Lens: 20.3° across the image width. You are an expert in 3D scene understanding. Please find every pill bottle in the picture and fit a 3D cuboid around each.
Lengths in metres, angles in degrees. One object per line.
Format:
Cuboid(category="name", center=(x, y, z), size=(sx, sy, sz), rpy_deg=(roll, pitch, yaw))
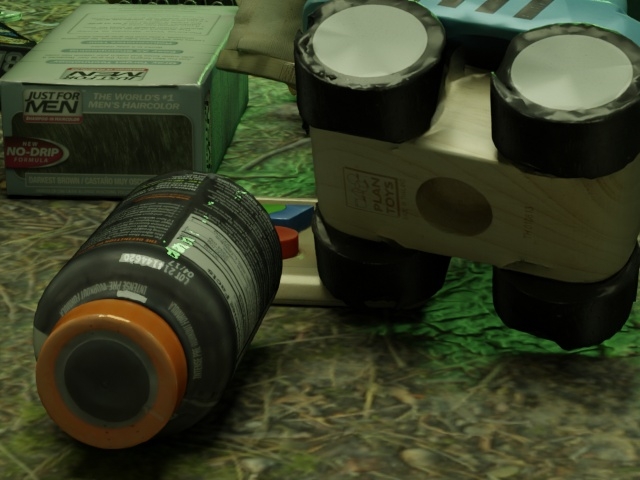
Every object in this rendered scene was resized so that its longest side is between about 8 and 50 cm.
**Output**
Cuboid(category="pill bottle", center=(-0.108, 0.046, 1.159), size=(0.130, 0.130, 0.246), rpy_deg=(3, 18, 9))

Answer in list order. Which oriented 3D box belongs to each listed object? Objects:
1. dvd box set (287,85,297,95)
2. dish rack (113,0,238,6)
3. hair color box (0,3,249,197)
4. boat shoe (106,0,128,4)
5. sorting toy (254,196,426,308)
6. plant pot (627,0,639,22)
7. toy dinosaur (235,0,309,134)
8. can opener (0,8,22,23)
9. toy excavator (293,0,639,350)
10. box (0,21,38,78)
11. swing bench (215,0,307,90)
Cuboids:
Cuboid(category="dvd box set", center=(0.197, -0.275, 1.972), size=(0.420, 0.062, 0.307), rpy_deg=(-18, 5, 34))
Cuboid(category="dish rack", center=(-0.174, -0.253, 2.153), size=(0.208, 0.074, 0.271), rpy_deg=(5, 19, 17))
Cuboid(category="hair color box", center=(-0.182, -0.146, 1.770), size=(0.185, 0.114, 0.374), rpy_deg=(1, 18, 4))
Cuboid(category="boat shoe", center=(-0.249, -0.360, 2.511), size=(0.135, 0.050, 0.045), rpy_deg=(-14, 28, -36))
Cuboid(category="sorting toy", center=(0.000, 0.000, 1.446), size=(0.193, 0.038, 0.208), rpy_deg=(2, 19, 6))
Cuboid(category="plant pot", center=(0.468, -0.244, 1.823), size=(0.235, 0.293, 0.293), rpy_deg=(36, 31, 16))
Cuboid(category="toy dinosaur", center=(-0.013, -0.183, 1.856), size=(0.268, 0.064, 0.118), rpy_deg=(38, 34, -5))
Cuboid(category="can opener", center=(-0.498, -0.325, 2.330), size=(0.283, 0.095, 0.076), rpy_deg=(17, 24, 40))
Cuboid(category="toy excavator", center=(0.100, -0.173, 1.392), size=(0.433, 0.222, 0.445), rpy_deg=(12, 46, 19))
Cuboid(category="box", center=(-0.487, -0.220, 1.987), size=(0.295, 0.073, 0.293), rpy_deg=(1, 16, -30))
Cuboid(category="swing bench", center=(0.066, -0.238, 1.696), size=(0.165, 0.253, 0.254), rpy_deg=(15, -3, 40))
